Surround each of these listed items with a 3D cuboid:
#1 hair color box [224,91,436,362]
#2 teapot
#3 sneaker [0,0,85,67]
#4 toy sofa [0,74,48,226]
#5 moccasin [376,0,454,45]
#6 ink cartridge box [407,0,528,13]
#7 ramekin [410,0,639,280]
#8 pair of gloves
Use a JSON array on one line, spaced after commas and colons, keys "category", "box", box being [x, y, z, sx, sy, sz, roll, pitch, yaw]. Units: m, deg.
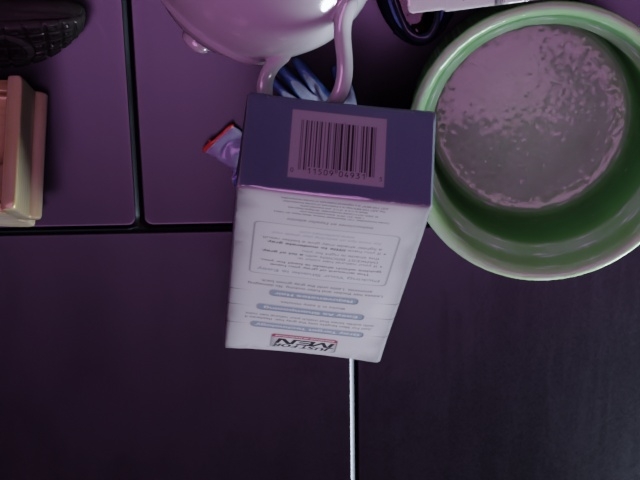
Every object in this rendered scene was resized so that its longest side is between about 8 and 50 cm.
[{"category": "hair color box", "box": [0.000, 0.000, 1.426, 0.185, 0.114, 0.374, 6, 151, -3]}, {"category": "teapot", "box": [-0.077, -0.265, 1.380, 0.252, 0.256, 0.187, 29, 117, -19]}, {"category": "sneaker", "box": [-0.397, -0.257, 1.449, 0.286, 0.109, 0.130, -2, 74, -17]}, {"category": "toy sofa", "box": [-0.490, -0.101, 1.498, 0.362, 0.177, 0.150, 1, 85, -1]}, {"category": "moccasin", "box": [0.098, -0.373, 1.409, 0.137, 0.117, 0.342, -14, 109, 4]}, {"category": "ink cartridge box", "box": [0.165, -0.293, 1.364, 0.180, 0.060, 0.104, -8, 112, -10]}, {"category": "ramekin", "box": [0.239, -0.122, 1.482, 0.303, 0.148, 0.303, 0, 109, 0]}, {"category": "pair of gloves", "box": [-0.027, -0.109, 1.550, 0.159, 0.023, 0.198, 42, 104, -14]}]
